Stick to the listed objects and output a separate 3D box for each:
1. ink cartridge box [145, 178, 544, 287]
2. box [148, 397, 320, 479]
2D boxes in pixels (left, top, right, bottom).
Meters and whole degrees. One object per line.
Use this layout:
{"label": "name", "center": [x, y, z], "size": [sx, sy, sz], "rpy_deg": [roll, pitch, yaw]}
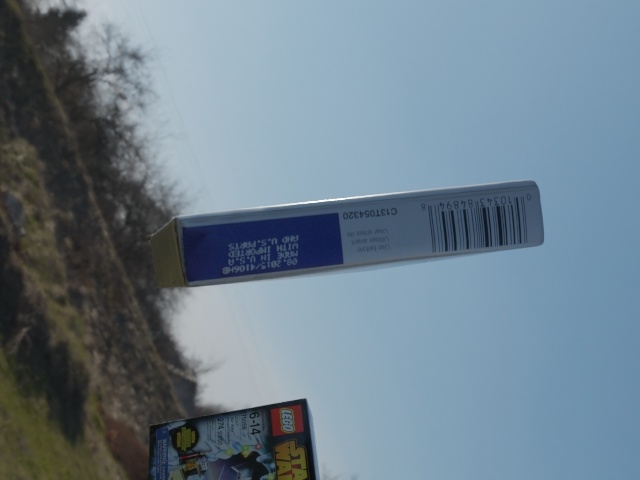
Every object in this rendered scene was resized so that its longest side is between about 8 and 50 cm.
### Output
{"label": "ink cartridge box", "center": [0.000, 0.000, 0.895], "size": [0.330, 0.324, 0.071], "rpy_deg": [166, -84, -75]}
{"label": "box", "center": [-0.044, 0.155, 0.473], "size": [0.027, 0.094, 0.137], "rpy_deg": [78, 2, -48]}
